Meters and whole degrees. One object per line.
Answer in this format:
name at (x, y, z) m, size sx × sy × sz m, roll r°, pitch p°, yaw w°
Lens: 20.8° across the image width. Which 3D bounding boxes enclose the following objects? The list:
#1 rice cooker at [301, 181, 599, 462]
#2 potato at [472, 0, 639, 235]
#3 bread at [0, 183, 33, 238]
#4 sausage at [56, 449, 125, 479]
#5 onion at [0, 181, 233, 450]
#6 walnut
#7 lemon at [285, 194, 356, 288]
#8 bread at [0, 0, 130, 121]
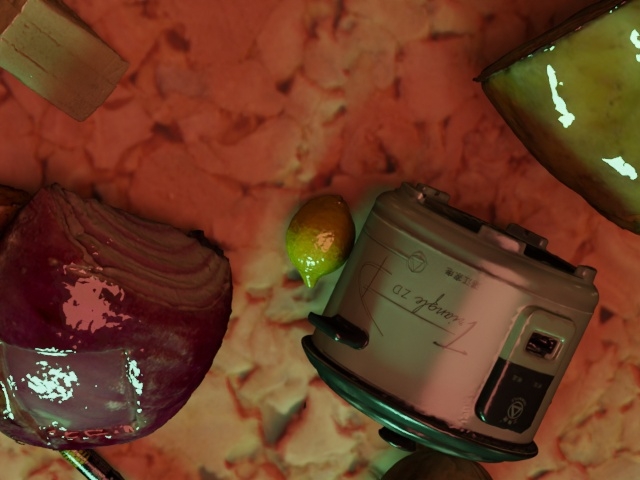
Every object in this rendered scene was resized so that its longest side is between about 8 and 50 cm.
rice cooker at (0.117, 0.086, 1.591) m, size 0.280 × 0.241 × 0.227 m, roll 20°, pitch 99°, yaw -40°
potato at (0.317, -0.113, 1.546) m, size 0.301 × 0.289 × 0.237 m, roll -28°, pitch 94°, yaw 19°
bread at (-0.316, 0.032, 1.565) m, size 0.193 × 0.064 × 0.193 m, roll -7°, pitch 113°, yaw -17°
sausage at (-0.188, 0.250, 1.676) m, size 0.028 × 0.025 × 0.198 m, roll -45°, pitch 107°, yaw -13°
onion at (-0.190, 0.100, 1.559) m, size 0.250 × 0.111 × 0.247 m, roll 19°, pitch 103°, yaw -38°
walnut at (0.109, 0.284, 1.708) m, size 0.140 × 0.140 × 0.162 m, roll 11°, pitch 89°, yaw -17°
lemon at (0.000, 0.000, 1.629) m, size 0.065 × 0.065 × 0.092 m, roll 15°, pitch 100°, yaw -18°
bread at (-0.254, -0.183, 1.532) m, size 0.077 × 0.105 × 0.152 m, roll -46°, pitch 143°, yaw 3°
